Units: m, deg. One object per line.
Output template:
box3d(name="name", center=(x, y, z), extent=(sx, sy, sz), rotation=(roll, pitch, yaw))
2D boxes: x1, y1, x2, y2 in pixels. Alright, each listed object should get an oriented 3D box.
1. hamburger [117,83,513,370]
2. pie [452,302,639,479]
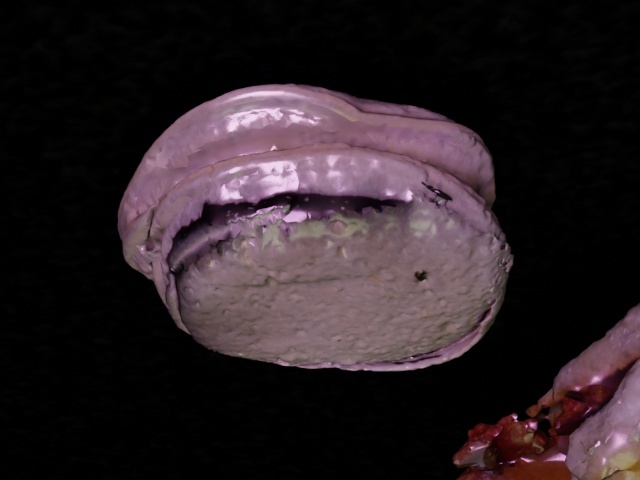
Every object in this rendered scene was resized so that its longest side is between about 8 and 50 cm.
box3d(name="hamburger", center=(0.000, 0.000, 0.587), extent=(0.140, 0.062, 0.133), rotation=(5, 146, -20))
box3d(name="pie", center=(0.218, 0.092, 0.726), extent=(0.274, 0.105, 0.257), rotation=(20, 130, -34))
